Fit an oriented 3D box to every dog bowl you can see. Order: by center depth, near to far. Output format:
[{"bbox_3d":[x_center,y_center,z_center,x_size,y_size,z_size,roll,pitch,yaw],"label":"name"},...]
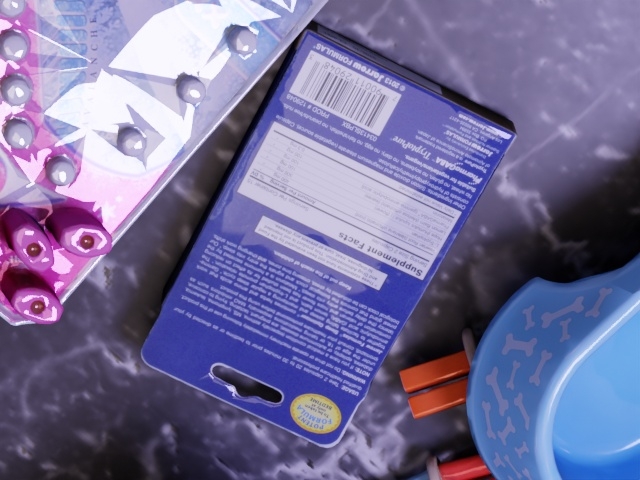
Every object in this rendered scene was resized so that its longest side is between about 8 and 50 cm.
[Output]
[{"bbox_3d":[0.222,0.049,1.096,0.297,0.074,0.166,-43,112,-1],"label":"dog bowl"}]

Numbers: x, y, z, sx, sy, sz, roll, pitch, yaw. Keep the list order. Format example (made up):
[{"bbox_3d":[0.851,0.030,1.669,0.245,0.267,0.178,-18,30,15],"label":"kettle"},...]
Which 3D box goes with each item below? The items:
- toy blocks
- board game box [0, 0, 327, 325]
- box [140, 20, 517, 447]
[{"bbox_3d":[0.089,0.115,1.166,0.148,0.054,0.123,-21,110,7],"label":"toy blocks"},{"bbox_3d":[-0.157,-0.212,0.960,0.390,0.050,0.390,42,87,-22],"label":"board game box"},{"bbox_3d":[0.000,0.000,1.130,0.136,0.036,0.225,26,107,-10],"label":"box"}]
